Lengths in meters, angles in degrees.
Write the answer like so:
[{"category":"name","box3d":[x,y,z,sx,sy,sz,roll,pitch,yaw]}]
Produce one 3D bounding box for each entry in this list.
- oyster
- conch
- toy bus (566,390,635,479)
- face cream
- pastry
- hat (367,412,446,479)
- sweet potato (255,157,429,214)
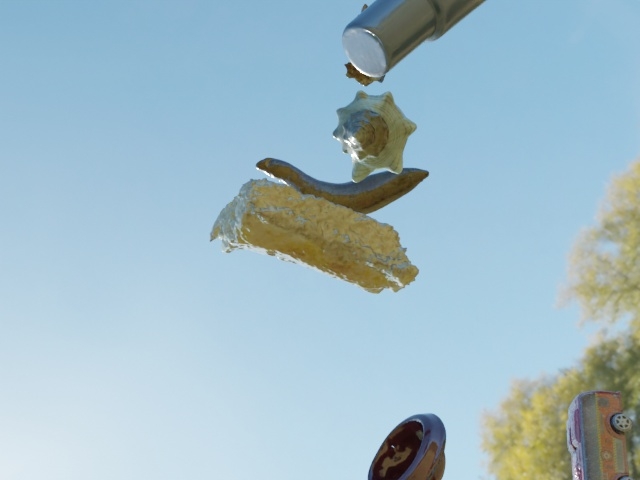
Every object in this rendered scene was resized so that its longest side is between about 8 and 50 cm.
[{"category":"oyster","box3d":[0.086,-0.333,1.432,0.086,0.029,0.132,18,-67,-7]},{"category":"conch","box3d":[0.091,-0.153,1.288,0.234,0.114,0.137,28,-99,-63]},{"category":"toy bus","box3d":[0.369,0.291,1.089,0.077,0.192,0.065,7,-36,1]},{"category":"face cream","box3d":[0.170,-0.326,0.988,0.385,0.086,0.136,-44,-63,-26]},{"category":"pastry","box3d":[0.000,-0.002,1.030,0.258,0.121,0.089,16,-107,-15]},{"category":"hat","box3d":[0.169,0.412,1.507,0.089,0.205,0.205,38,-87,-13]},{"category":"sweet potato","box3d":[0.039,-0.099,1.616,0.079,0.345,0.109,-32,-54,-72]}]
